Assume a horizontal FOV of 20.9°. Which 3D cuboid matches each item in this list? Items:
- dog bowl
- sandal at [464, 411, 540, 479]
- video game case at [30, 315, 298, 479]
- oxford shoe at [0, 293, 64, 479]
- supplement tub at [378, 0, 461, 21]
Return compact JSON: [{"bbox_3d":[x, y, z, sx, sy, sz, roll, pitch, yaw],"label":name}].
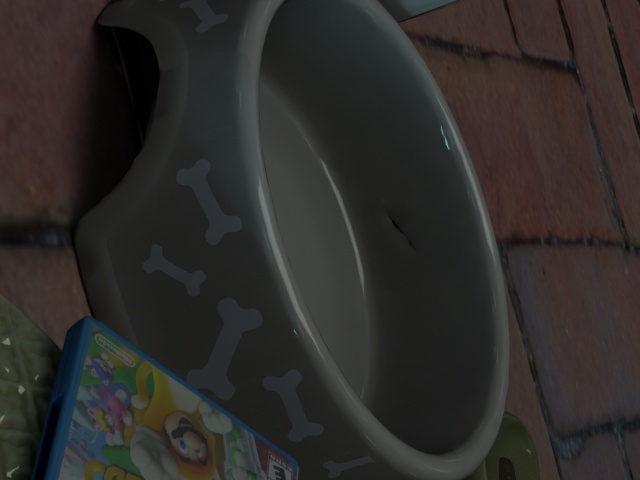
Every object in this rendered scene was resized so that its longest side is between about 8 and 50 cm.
[{"bbox_3d":[0.000,0.000,0.999,0.349,0.102,0.348,41,40,-46],"label":"dog bowl"},{"bbox_3d":[0.153,0.255,1.152,0.120,0.086,0.302,19,57,-59],"label":"sandal"},{"bbox_3d":[-0.059,0.117,0.653,0.119,0.015,0.166,38,32,-25],"label":"video game case"},{"bbox_3d":[-0.104,0.175,0.671,0.449,0.130,0.169,51,33,-8],"label":"oxford shoe"},{"bbox_3d":[0.043,-0.287,1.161,0.191,0.191,0.272,-30,101,-64],"label":"supplement tub"}]
